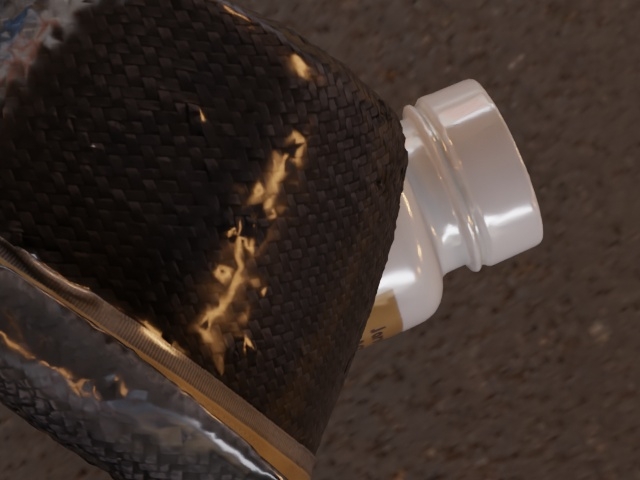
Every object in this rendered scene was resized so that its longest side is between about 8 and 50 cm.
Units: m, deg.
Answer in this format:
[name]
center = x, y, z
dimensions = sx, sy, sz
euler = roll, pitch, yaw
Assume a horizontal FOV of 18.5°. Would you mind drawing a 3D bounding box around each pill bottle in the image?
[pill bottle]
center = 0.000, 0.000, 1.098
dimensions = 0.229, 0.131, 0.131
euler = -23, 81, -4

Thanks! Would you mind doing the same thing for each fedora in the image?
[fedora]
center = -0.068, -0.011, 0.663
dimensions = 0.334, 0.334, 0.152
euler = 35, 82, -6
